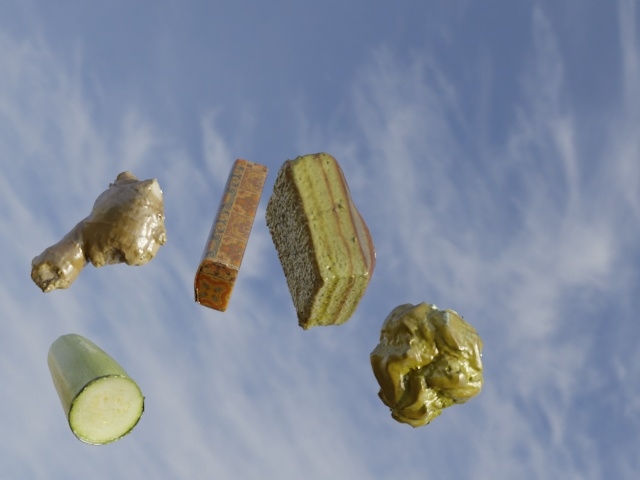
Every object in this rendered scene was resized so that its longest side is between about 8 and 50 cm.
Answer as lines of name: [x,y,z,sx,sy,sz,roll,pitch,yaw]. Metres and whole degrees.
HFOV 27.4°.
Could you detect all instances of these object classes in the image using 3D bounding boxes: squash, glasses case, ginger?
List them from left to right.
squash: [-0.293,0.166,1.604,0.224,0.094,0.094,33,-23,58]
ginger: [-0.222,0.004,1.372,0.096,0.165,0.067,39,-12,21]
glasses case: [-0.114,-0.011,1.648,0.049,0.218,0.075,17,-52,-4]

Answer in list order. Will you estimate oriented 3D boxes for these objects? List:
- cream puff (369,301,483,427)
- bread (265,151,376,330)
cream puff: [0.126,0.157,1.617,0.156,0.156,0.121,-4,-29,44]
bread: [0.000,0.000,2.055,0.184,0.111,0.234,112,-35,-57]
